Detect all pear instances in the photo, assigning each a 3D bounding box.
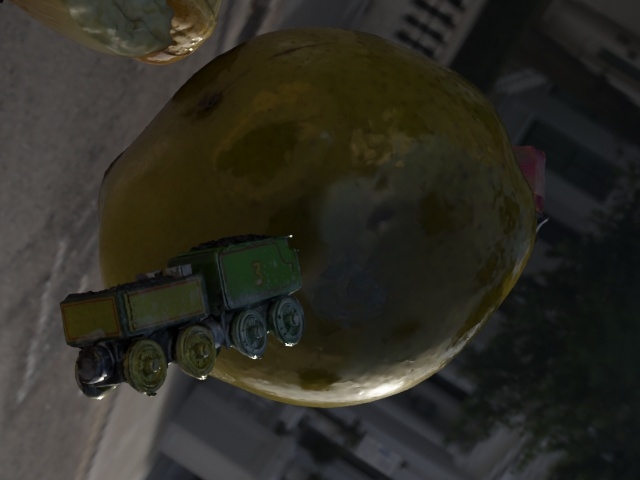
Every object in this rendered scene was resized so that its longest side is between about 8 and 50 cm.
[{"bbox_3d":[0.000,0.000,1.036,0.386,0.340,0.191,-18,-160,-2],"label":"pear"}]

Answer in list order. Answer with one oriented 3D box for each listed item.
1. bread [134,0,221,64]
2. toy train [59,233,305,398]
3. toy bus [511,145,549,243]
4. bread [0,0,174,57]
[{"bbox_3d":[-0.208,-0.271,1.200,0.140,0.236,0.106,-20,-135,42],"label":"bread"},{"bbox_3d":[-0.079,0.043,0.750,0.060,0.081,0.202,-9,-178,33],"label":"toy train"},{"bbox_3d":[0.160,-0.060,1.663,0.127,0.302,0.147,77,21,-68],"label":"toy bus"},{"bbox_3d":[-0.207,-0.249,0.798,0.224,0.211,0.184,51,55,-54],"label":"bread"}]
